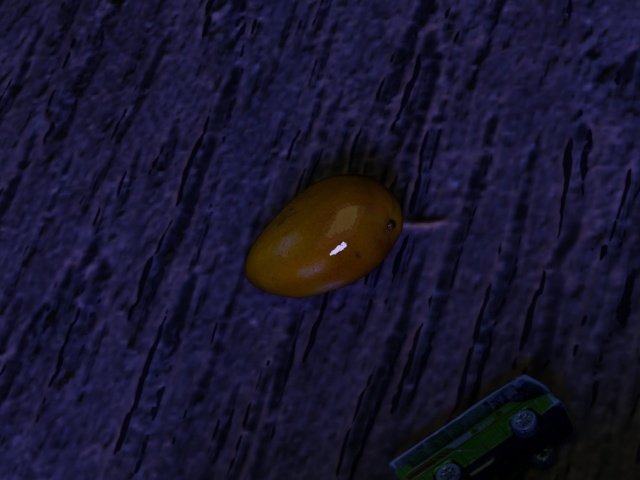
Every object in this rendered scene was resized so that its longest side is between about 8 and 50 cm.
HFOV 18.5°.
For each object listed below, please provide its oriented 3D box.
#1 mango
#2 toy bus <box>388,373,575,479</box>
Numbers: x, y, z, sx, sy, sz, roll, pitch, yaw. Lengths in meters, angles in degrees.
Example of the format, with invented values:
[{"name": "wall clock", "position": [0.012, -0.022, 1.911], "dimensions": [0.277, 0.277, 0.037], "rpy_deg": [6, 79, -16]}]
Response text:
[{"name": "mango", "position": [0.000, 0.000, 1.011], "dimensions": [0.089, 0.046, 0.060], "rpy_deg": [-26, 47, 19]}, {"name": "toy bus", "position": [0.076, 0.098, 0.917], "dimensions": [0.083, 0.031, 0.037], "rpy_deg": [-34, 41, -4]}]
